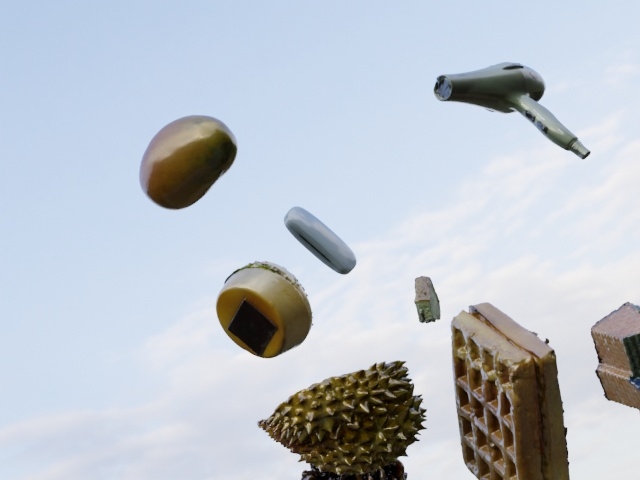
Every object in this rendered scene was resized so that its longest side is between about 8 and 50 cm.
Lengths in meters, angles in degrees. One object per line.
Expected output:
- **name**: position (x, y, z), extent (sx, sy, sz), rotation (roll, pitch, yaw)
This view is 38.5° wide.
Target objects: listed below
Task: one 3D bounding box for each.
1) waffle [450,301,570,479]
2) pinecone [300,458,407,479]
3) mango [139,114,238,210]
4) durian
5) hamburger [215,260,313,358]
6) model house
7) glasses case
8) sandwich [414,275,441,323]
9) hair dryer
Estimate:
- **waffle**: position (0.309, 0.283, 1.513), extent (0.098, 0.224, 0.327), rotation (-20, -64, -17)
- **pinecone**: position (0.081, 0.576, 2.190), extent (0.273, 0.224, 0.224), rotation (-3, -32, -21)
- **mango**: position (-0.283, -0.175, 1.944), extent (0.254, 0.175, 0.139), rotation (-38, -17, 27)
- **durian**: position (0.061, 0.295, 1.498), extent (0.260, 0.186, 0.154), rotation (-30, -11, -19)
- **hamburger**: position (-0.158, 0.194, 2.650), extent (0.176, 0.300, 0.300), rotation (-39, -9, -46)
- **model house**: position (0.661, 0.237, 1.842), extent (0.166, 0.183, 0.172), rotation (-30, 16, -14)
- **glasses case**: position (0.000, 0.000, 1.872), extent (0.045, 0.178, 0.067), rotation (-45, 5, 36)
- **sandwich**: position (0.222, 0.137, 1.892), extent (0.036, 0.093, 0.105), rotation (-11, -45, 18)
- **hair dryer**: position (0.281, -0.206, 1.409), extent (0.219, 0.225, 0.088), rotation (6, -52, -21)
